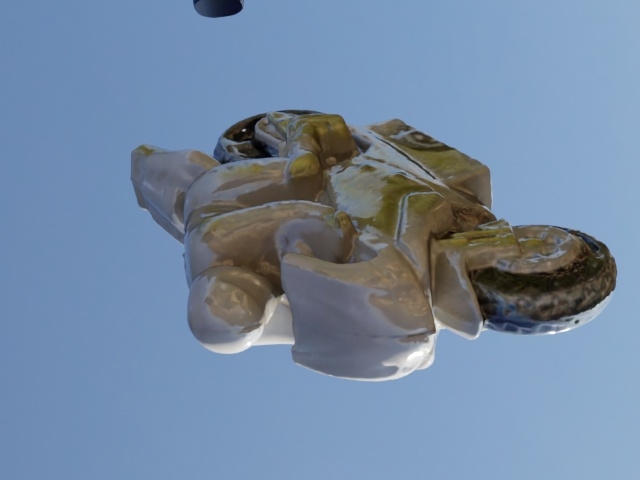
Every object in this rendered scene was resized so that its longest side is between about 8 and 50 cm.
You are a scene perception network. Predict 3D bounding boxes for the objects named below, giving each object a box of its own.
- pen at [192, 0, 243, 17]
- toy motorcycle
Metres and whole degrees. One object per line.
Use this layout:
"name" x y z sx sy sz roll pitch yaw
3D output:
"pen" -0.057 -0.270 1.070 0.033 0.033 0.269 19 -115 -41
"toy motorcycle" 0.000 0.000 1.008 0.223 0.108 0.341 -22 -148 -26
